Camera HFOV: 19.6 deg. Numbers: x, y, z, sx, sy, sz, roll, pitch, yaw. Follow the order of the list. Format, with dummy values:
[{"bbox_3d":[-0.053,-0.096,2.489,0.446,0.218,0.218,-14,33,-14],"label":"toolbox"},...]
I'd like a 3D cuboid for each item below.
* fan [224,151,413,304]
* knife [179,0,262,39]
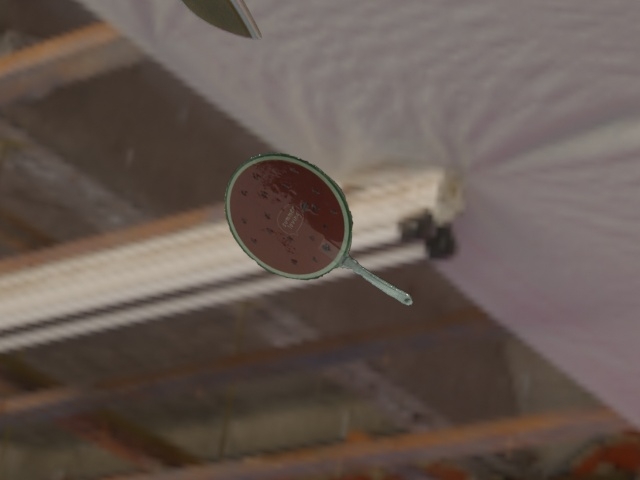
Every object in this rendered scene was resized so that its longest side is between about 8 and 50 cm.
[{"bbox_3d":[0.000,0.000,1.106,0.133,0.005,0.085,36,-54,6],"label":"fan"},{"bbox_3d":[-0.106,-0.190,1.137,0.046,0.022,0.256,-7,-31,27],"label":"knife"}]
